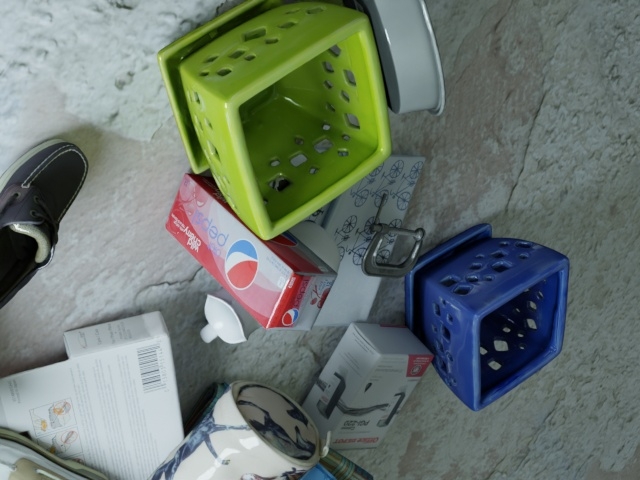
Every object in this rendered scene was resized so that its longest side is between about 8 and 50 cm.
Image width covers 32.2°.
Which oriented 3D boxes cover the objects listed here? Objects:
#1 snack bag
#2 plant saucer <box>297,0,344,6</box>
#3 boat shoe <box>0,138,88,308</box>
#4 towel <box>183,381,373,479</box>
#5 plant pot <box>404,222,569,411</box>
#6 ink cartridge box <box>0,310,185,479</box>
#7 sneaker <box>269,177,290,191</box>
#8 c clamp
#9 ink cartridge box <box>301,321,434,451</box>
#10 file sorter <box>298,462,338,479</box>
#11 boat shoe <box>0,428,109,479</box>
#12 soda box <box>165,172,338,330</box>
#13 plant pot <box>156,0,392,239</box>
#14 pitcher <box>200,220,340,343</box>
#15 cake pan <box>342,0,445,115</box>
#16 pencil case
[{"bbox_3d":[0.000,0.000,1.737,0.342,0.037,0.323,3,114,-45],"label":"snack bag"},{"bbox_3d":[0.018,-0.427,1.462,0.241,0.037,0.241,-24,132,-31],"label":"plant saucer"},{"bbox_3d":[-0.350,-0.004,1.290,0.285,0.092,0.103,-55,137,-33],"label":"boat shoe"},{"bbox_3d":[-0.108,0.419,1.812,0.370,0.040,0.271,37,87,-29],"label":"towel"},{"bbox_3d":[0.279,0.119,1.957,0.236,0.212,0.236,-29,134,-29],"label":"plant pot"},{"bbox_3d":[-0.328,0.258,1.565,0.261,0.066,0.296,-13,127,-15],"label":"ink cartridge box"},{"bbox_3d":[-0.048,-0.069,1.601,0.032,0.037,0.083,-53,136,-2],"label":"sneaker"},{"bbox_3d":[0.124,0.003,1.820,0.160,0.022,0.137,16,103,-51],"label":"c clamp"},{"bbox_3d":[0.074,0.256,1.919,0.158,0.092,0.218,8,120,-47],"label":"ink cartridge box"},{"bbox_3d":[-0.021,0.418,1.776,0.118,0.104,0.170,-47,120,-9],"label":"file sorter"},{"bbox_3d":[-0.397,0.337,1.478,0.302,0.103,0.113,24,110,-35],"label":"boat shoe"},{"bbox_3d":[-0.098,0.011,1.465,0.083,0.263,0.092,5,116,-45],"label":"soda box"},{"bbox_3d":[-0.068,-0.176,1.415,0.228,0.207,0.227,-36,137,-23],"label":"plant pot"},{"bbox_3d":[-0.080,0.069,1.610,0.207,0.125,0.178,-38,-179,-29],"label":"pitcher"},{"bbox_3d":[0.078,-0.287,1.391,0.054,0.293,0.293,-20,134,-3],"label":"cake pan"},{"bbox_3d":[-0.167,0.386,1.581,0.183,0.160,0.410,35,104,-21],"label":"pencil case"}]
